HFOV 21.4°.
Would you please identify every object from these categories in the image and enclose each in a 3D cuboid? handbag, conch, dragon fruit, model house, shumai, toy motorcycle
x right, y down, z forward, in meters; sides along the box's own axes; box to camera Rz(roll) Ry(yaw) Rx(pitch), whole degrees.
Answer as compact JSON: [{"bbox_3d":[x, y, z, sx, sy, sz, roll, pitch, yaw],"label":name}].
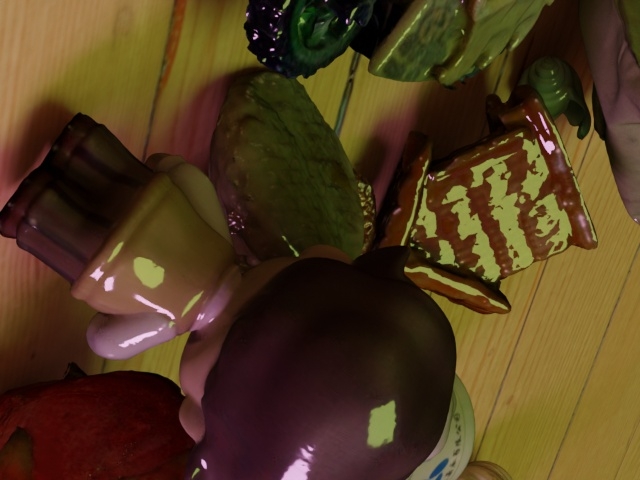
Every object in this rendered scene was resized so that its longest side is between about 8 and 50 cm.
[{"bbox_3d":[0.330,-0.173,1.757,0.316,0.109,0.253,54,31,-60],"label":"handbag"},{"bbox_3d":[0.251,-0.153,1.768,0.065,0.088,0.180,-59,160,-8],"label":"conch"},{"bbox_3d":[-0.180,0.254,1.360,0.302,0.295,0.296,-61,165,-50],"label":"dragon fruit"},{"bbox_3d":[0.143,-0.028,1.687,0.229,0.199,0.220,-24,104,-4],"label":"model house"},{"bbox_3d":[-0.048,-0.038,1.435,0.120,0.201,0.201,-21,164,28],"label":"shumai"},{"bbox_3d":[0.093,-0.236,1.382,0.410,0.168,0.237,-7,132,-60],"label":"toy motorcycle"}]

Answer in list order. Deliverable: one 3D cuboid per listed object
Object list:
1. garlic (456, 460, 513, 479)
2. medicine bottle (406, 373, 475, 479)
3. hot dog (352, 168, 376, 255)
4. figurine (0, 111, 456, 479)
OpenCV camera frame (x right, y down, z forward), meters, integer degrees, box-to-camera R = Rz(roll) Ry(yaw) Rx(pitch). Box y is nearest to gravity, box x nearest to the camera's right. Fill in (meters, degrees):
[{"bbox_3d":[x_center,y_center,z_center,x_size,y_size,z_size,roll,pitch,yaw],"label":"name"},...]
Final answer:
[{"bbox_3d":[0.218,0.406,2.170,0.199,0.226,0.199,-43,151,-30],"label":"garlic"},{"bbox_3d":[0.017,0.203,1.718,0.293,0.170,0.170,-6,126,-52],"label":"medicine bottle"},{"bbox_3d":[-0.001,0.000,1.587,0.147,0.065,0.099,-52,141,0],"label":"hot dog"},{"bbox_3d":[-0.071,0.071,1.273,0.218,0.365,0.206,-54,171,-37],"label":"figurine"}]
